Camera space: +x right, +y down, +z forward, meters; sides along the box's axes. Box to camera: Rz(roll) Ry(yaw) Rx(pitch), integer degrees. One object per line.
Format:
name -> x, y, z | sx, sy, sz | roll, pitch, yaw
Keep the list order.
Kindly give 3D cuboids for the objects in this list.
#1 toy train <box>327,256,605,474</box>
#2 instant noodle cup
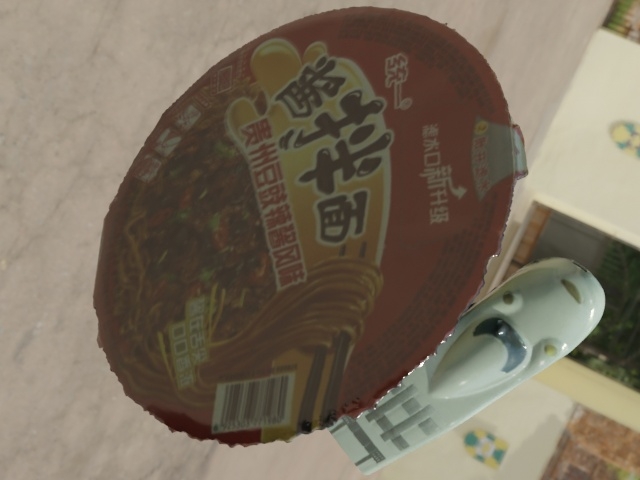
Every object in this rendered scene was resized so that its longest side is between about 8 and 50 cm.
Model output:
toy train -> 0.074, 0.076, 0.542 | 0.051, 0.052, 0.234 | -35, 172, -33
instant noodle cup -> 0.000, 0.000, 0.558 | 0.091, 0.274, 0.274 | 43, 71, -48
